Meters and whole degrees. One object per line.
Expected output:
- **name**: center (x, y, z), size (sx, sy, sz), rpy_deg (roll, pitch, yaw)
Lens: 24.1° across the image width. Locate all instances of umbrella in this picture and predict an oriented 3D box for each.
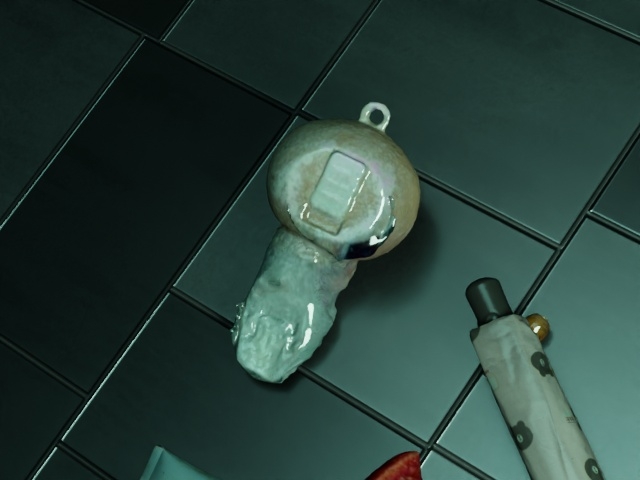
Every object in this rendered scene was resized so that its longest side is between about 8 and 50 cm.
- **umbrella**: center (0.234, 0.192, 1.592), size (0.073, 0.067, 0.337), rpy_deg (-24, 69, 2)

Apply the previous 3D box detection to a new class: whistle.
- **whistle**: center (0.000, 0.000, 1.739), size (0.189, 0.189, 0.348), rpy_deg (29, 98, 25)

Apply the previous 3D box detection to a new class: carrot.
- **carrot**: center (0.218, 0.120, 1.670), size (0.032, 0.032, 0.093), rpy_deg (40, 87, 27)

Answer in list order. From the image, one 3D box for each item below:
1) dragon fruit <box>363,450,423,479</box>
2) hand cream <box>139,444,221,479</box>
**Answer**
- **dragon fruit**: center (0.036, 0.422, 1.436), size (0.240, 0.330, 0.302), rpy_deg (32, 44, 8)
- **hand cream**: center (-0.084, 0.329, 1.654), size (0.312, 0.070, 0.111), rpy_deg (18, 74, 31)
